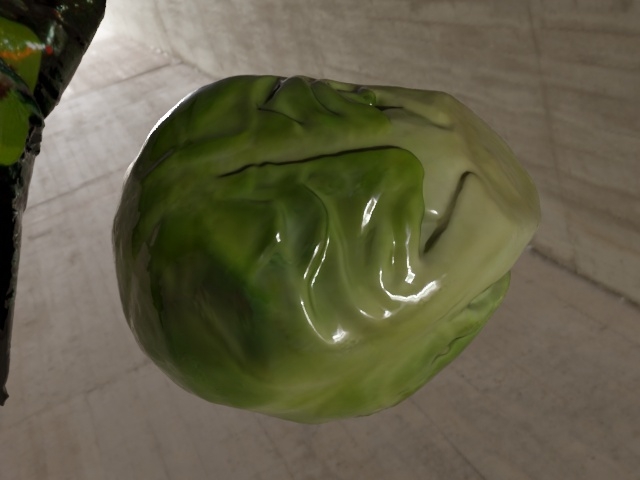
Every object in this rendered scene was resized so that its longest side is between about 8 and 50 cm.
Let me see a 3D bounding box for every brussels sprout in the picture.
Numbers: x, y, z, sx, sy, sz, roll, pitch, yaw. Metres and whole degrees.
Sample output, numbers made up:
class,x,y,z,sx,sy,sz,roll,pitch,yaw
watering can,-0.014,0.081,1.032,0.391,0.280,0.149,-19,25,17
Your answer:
class,x,y,z,sx,sy,sz,roll,pitch,yaw
brussels sprout,0.003,0.005,0.703,0.354,0.281,0.290,-24,-118,20

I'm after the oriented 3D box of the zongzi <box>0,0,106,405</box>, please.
class,x,y,z,sx,sy,sz,roll,pitch,yaw
zongzi,-0.343,-0.053,0.599,0.383,0.363,0.319,3,174,-35
